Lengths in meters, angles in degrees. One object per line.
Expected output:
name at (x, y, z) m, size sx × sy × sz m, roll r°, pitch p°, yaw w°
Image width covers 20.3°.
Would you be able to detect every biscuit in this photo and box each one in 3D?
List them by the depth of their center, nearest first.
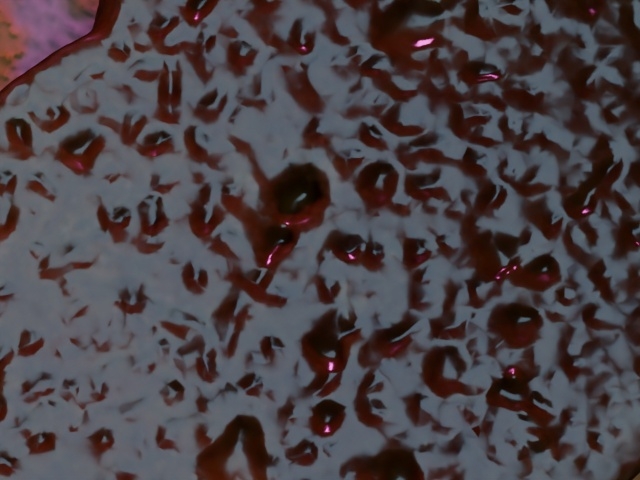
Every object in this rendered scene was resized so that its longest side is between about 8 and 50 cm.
biscuit at (-0.002, 0.000, 0.814) m, size 0.394 × 0.070 × 0.350 m, roll -19°, pitch 88°, yaw -13°
